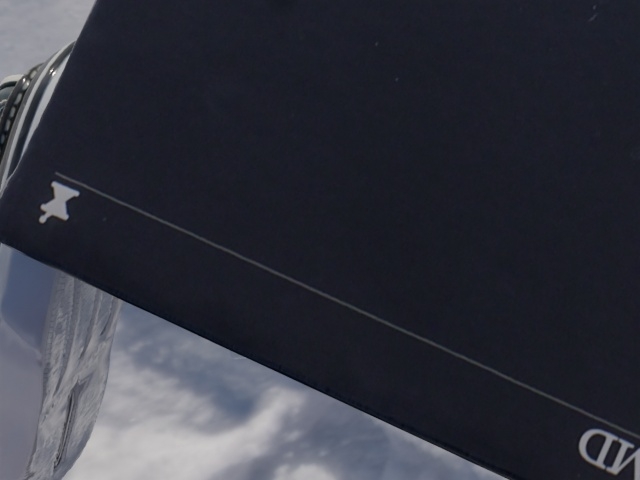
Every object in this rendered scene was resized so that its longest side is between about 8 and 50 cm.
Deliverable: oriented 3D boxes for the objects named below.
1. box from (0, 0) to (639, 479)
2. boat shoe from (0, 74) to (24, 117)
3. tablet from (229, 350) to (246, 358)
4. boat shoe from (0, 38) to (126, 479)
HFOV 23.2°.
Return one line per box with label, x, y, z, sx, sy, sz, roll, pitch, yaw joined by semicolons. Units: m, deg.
box;0.100;-0.064;0.628;0.343;0.179;0.312;25;86;12
boat shoe;-0.279;-0.022;1.635;0.116;0.099;0.319;5;130;20
tablet;-0.056;0.107;1.621;0.083;0.054;0.006;-2;51;8
boat shoe;-0.165;0.020;0.791;0.119;0.121;0.335;30;134;7
